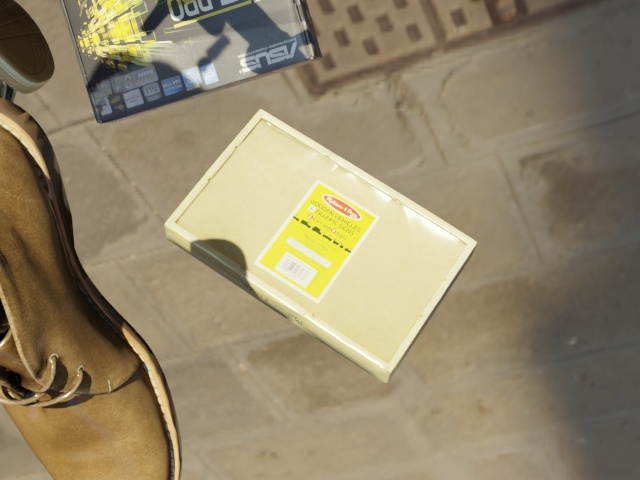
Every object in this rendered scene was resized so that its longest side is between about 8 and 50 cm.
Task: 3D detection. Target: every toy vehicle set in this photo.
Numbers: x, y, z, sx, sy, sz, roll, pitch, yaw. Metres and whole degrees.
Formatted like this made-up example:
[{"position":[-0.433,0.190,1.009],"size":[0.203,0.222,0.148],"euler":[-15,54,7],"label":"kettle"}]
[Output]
[{"position":[0.000,0.000,0.962],"size":[0.266,0.166,0.035],"euler":[33,157,12],"label":"toy vehicle set"}]

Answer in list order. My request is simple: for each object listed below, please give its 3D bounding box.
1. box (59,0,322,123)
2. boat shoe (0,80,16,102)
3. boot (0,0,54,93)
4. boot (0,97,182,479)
[{"position":[-0.228,-0.398,1.610],"size":[0.394,0.097,0.318],"euler":[-14,97,12],"label":"box"},{"position":[-0.647,-0.275,1.802],"size":[0.127,0.340,0.113],"euler":[5,171,2],"label":"boat shoe"},{"position":[-0.463,-0.229,1.185],"size":[0.262,0.095,0.203],"euler":[42,121,-1],"label":"boot"},{"position":[-0.174,0.074,0.586],"size":[0.112,0.115,0.305],"euler":[-16,114,7],"label":"boot"}]
